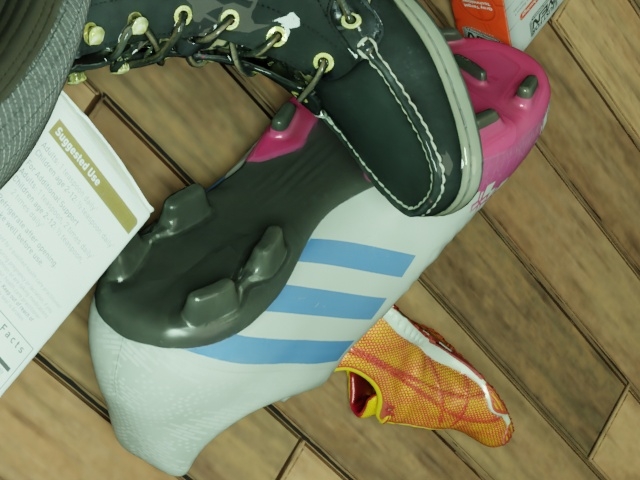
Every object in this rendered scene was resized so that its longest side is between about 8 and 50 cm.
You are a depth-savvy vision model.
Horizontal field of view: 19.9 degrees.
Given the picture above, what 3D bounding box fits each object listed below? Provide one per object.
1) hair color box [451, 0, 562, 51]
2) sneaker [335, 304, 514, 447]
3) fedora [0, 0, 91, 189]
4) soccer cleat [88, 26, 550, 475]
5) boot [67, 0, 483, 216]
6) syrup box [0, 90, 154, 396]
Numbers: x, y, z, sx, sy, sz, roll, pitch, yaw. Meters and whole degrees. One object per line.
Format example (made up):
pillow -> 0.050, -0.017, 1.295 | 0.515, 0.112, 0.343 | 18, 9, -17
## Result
hair color box -> 0.105, -0.177, 1.048 | 0.072, 0.043, 0.141 | -51, 148, -23
sneaker -> 0.052, 0.084, 1.088 | 0.175, 0.064, 0.067 | 37, 94, -37
fedora -> -0.209, -0.123, 0.715 | 0.243, 0.124, 0.275 | 50, 49, -38
soccer cleat -> 0.000, 0.000, 0.989 | 0.331, 0.116, 0.143 | -35, 144, -36
boot -> -0.045, -0.092, 0.867 | 0.179, 0.085, 0.236 | -22, 74, -35
syrup box -> -0.192, 0.035, 0.804 | 0.237, 0.093, 0.096 | -53, 130, -22
